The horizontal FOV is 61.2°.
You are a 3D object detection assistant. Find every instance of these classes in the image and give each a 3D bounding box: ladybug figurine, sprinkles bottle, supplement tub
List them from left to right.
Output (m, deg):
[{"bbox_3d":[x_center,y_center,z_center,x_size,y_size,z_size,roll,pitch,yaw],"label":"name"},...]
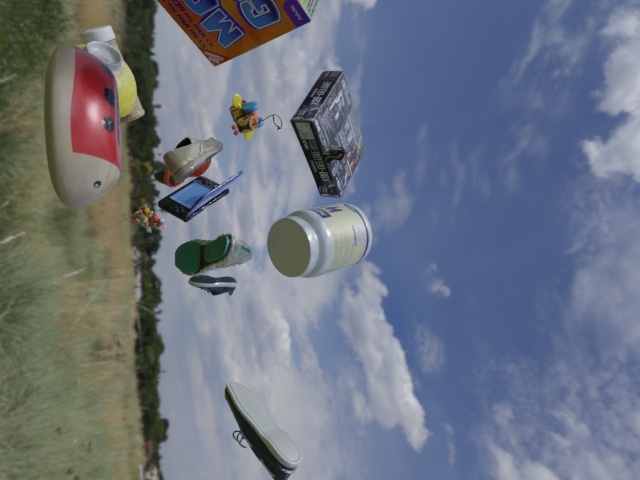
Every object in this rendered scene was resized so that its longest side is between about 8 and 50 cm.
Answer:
[{"bbox_3d":[-0.623,-0.310,1.441,0.305,0.162,0.449,147,-61,-74],"label":"ladybug figurine"},{"bbox_3d":[-0.814,-0.650,2.128,0.121,0.121,0.355,-130,-158,-58],"label":"sprinkles bottle"},{"bbox_3d":[0.000,0.000,1.873,0.235,0.325,0.235,10,-75,39],"label":"supplement tub"}]

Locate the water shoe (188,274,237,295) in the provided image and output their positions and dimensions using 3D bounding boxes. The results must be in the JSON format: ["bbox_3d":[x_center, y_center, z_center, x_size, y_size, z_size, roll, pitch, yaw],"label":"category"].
[{"bbox_3d":[-0.433,0.190,2.172,0.073,0.203,0.080,49,-53,51],"label":"water shoe"}]

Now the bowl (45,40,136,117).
[{"bbox_3d":[-0.734,-0.556,1.783,0.156,0.290,0.289,-48,-133,37],"label":"bowl"}]

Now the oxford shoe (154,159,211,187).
[{"bbox_3d":[-0.558,-0.304,2.208,0.098,0.271,0.096,18,-57,27],"label":"oxford shoe"}]

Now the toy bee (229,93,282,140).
[{"bbox_3d":[-0.309,-0.499,2.198,0.298,0.162,0.195,13,-48,62],"label":"toy bee"}]

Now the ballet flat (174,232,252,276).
[{"bbox_3d":[-0.387,0.064,1.970,0.409,0.147,0.146,-8,-93,48],"label":"ballet flat"}]

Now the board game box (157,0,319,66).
[{"bbox_3d":[-0.218,-0.766,1.444,0.356,0.356,0.356,-10,-131,35],"label":"board game box"}]

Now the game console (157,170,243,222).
[{"bbox_3d":[-0.519,-0.226,2.334,0.250,0.293,0.173,28,-47,19],"label":"game console"}]

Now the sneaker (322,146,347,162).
[{"bbox_3d":[0.043,-0.239,1.457,0.040,0.044,0.109,51,-18,-19],"label":"sneaker"}]

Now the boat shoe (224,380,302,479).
[{"bbox_3d":[-0.141,0.421,1.204,0.254,0.095,0.079,40,-73,27],"label":"boat shoe"}]

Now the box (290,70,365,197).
[{"bbox_3d":[0.035,-0.324,1.667,0.242,0.077,0.307,-64,147,-32],"label":"box"}]

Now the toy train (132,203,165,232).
[{"bbox_3d":[-0.694,-0.076,2.162,0.166,0.046,0.125,-21,-73,49],"label":"toy train"}]

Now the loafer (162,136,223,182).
[{"bbox_3d":[-0.368,-0.257,1.572,0.092,0.102,0.268,51,23,-13],"label":"loafer"}]
